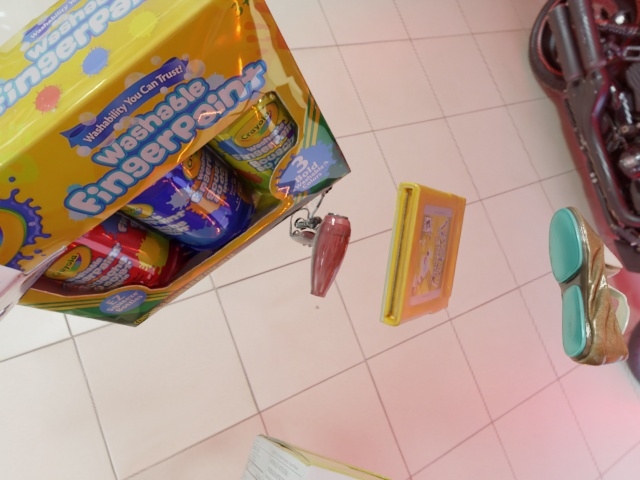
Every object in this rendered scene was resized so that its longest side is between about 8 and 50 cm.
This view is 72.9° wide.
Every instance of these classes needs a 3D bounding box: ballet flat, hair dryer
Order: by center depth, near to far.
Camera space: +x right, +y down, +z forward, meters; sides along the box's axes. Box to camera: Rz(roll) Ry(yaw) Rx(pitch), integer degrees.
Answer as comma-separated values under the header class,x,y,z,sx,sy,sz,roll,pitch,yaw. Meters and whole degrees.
class,x,y,z,sx,sy,sz,roll,pitch,yaw
ballet flat,0.549,0.088,0.876,0.124,0.116,0.342,11,57,-1
hair dryer,0.000,0.000,1.034,0.080,0.224,0.294,12,52,-21

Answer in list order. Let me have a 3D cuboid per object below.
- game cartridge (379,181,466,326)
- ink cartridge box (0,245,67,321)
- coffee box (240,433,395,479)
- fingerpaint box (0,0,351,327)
class,x,y,z,sx,sy,sz,roll,pitch,yaw
game cartridge,0.242,0.029,0.968,0.323,0.052,0.285,0,99,-54
ink cartridge box,-0.334,0.106,0.341,0.045,0.223,0.224,44,27,-19
coffee box,0.023,0.558,0.723,0.337,0.338,0.334,24,67,-13
fingerpaint box,-0.216,-0.092,0.562,0.444,0.371,0.163,-35,65,3
